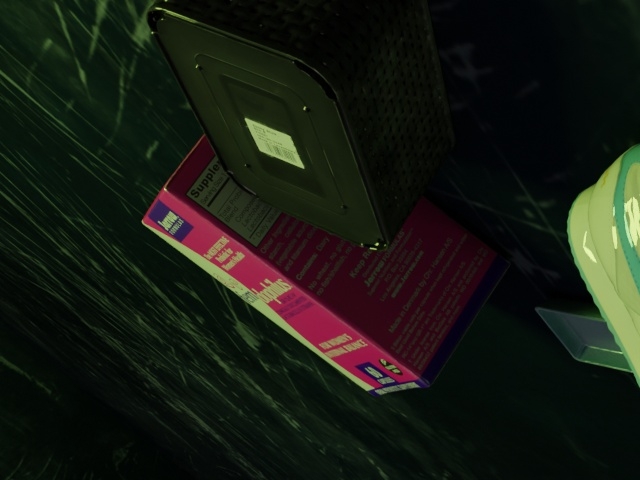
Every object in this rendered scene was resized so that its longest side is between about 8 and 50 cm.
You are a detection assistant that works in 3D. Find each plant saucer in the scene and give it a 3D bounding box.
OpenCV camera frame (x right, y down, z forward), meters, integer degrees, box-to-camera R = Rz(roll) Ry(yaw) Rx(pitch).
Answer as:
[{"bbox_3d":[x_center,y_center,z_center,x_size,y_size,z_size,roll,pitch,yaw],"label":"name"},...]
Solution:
[{"bbox_3d":[0.229,0.070,0.722,0.192,0.018,0.067,10,149,51],"label":"plant saucer"}]

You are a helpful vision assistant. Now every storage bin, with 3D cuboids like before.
[{"bbox_3d":[-0.005,-0.086,0.630,0.122,0.084,0.180,24,157,26],"label":"storage bin"}]

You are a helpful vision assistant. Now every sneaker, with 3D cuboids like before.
[{"bbox_3d":[0.202,0.055,0.527,0.229,0.087,0.092,58,162,13],"label":"sneaker"}]

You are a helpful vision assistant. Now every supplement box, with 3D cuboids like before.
[{"bbox_3d":[0.000,0.000,0.784,0.220,0.114,0.111,38,161,-6],"label":"supplement box"}]
